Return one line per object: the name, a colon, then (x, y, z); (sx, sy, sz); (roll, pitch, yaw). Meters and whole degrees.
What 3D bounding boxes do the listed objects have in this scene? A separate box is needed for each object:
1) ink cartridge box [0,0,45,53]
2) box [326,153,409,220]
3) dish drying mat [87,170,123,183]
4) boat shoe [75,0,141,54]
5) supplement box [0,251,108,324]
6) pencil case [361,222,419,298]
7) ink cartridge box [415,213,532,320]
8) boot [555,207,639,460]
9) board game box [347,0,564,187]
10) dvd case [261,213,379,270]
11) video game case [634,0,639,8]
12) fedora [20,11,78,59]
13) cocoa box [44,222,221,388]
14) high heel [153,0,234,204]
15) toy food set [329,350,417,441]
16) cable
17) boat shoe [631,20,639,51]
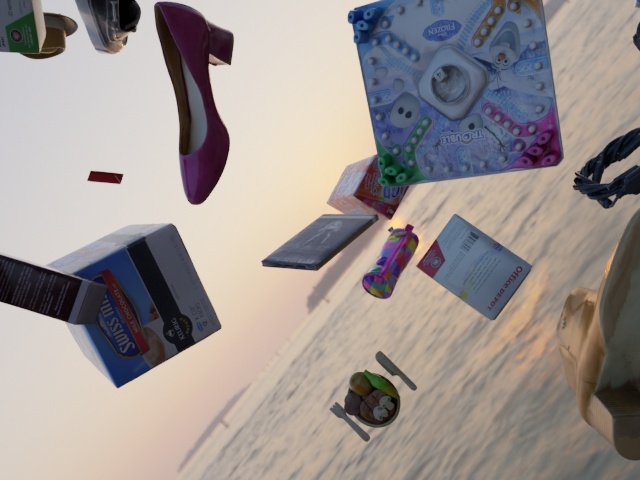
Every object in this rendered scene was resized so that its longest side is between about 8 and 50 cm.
ink cartridge box: (-0.583, -0.402, 1.137); (0.087, 0.208, 0.153); (-104, 17, -48)
box: (0.125, -0.131, 1.806); (0.128, 0.122, 0.257); (-61, 13, -9)
dish drying mat: (-0.523, -0.153, 1.657); (0.083, 0.008, 0.032); (2, -49, -40)
boat shoe: (-0.416, -0.459, 1.387); (0.301, 0.102, 0.108); (123, 153, -78)
supplement box: (-0.474, 0.066, 1.074); (0.130, 0.239, 0.073); (133, 153, -81)
pencil case: (0.201, 0.058, 1.929); (0.236, 0.104, 0.104); (-57, 2, -40)
ink cartridge box: (0.296, 0.055, 1.308); (0.128, 0.176, 0.127); (-53, -16, 2)
boot: (0.335, 0.080, 0.791); (0.211, 0.104, 0.295); (-84, -5, -75)
board game box: (0.258, -0.313, 1.361); (0.389, 0.390, 0.050); (-5, 13, 32)
dvd case: (0.000, 0.000, 1.459); (0.164, 0.018, 0.221); (2, 31, 43)
video game case: (0.658, -0.465, 1.206); (0.019, 0.157, 0.143); (-2, -70, -80)
fedora: (-0.697, -0.501, 1.687); (0.194, 0.079, 0.194); (-12, -2, 0)
cocoa box: (-0.394, 0.114, 1.368); (0.227, 0.232, 0.347); (-29, 15, -25)
high heel: (-0.173, -0.171, 0.858); (0.117, 0.082, 0.244); (9, -89, -49)
toy food set: (0.109, 0.349, 1.483); (0.192, 0.132, 0.038); (-54, -14, 20)
cable: (0.480, -0.121, 1.042); (0.184, 0.047, 0.150); (-40, 17, 2)
boat shoe: (0.492, -0.295, 0.990); (0.073, 0.224, 0.080); (3, 38, 35)
